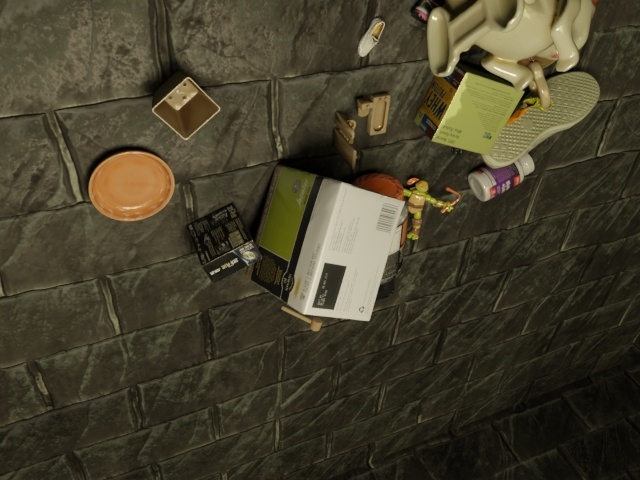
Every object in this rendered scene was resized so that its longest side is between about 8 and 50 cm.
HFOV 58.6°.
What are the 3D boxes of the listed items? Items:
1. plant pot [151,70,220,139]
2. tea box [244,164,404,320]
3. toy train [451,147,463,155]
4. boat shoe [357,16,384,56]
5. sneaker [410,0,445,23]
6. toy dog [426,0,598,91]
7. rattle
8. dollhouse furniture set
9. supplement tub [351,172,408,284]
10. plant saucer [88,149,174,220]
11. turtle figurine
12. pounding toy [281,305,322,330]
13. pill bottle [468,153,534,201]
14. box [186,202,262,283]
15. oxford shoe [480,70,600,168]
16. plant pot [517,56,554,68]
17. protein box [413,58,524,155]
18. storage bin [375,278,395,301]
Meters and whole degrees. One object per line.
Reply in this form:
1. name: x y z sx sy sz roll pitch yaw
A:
1. plant pot: -0.309 -0.313 1.270 0.109 0.096 0.109 -40 137 7
2. tea box: 0.000 0.000 1.496 0.220 0.324 0.328 12 98 -37
3. toy train: 0.440 -0.329 1.734 0.036 0.027 0.158 -9 132 -26
4. boat shoe: 0.127 -0.496 1.400 0.035 0.035 0.100 13 120 -37
5. sneaker: 0.313 -0.563 1.427 0.178 0.072 0.077 11 111 -43
6. toy dog: 0.477 -0.554 1.368 0.408 0.395 0.284 -1 159 -29
7. rattle: 0.572 -0.451 1.621 0.143 0.130 0.199 -11 131 26
8. dollhouse furniture set: 0.130 -0.295 1.517 0.151 0.123 0.144 -14 134 -19
9. supplement tub: 0.162 -0.033 1.718 0.194 0.193 0.315 -16 134 -17
10. plant saucer: -0.459 -0.137 1.386 0.200 0.037 0.199 -16 134 -18
11. turtle figurine: 0.282 -0.116 1.794 0.270 0.087 0.217 11 128 -10
12. pounding toy: -0.032 0.181 1.790 0.181 0.206 0.094 6 124 -33
13. pill bottle: 0.593 -0.216 1.864 0.194 0.108 0.108 -28 136 -5
14. box: -0.259 0.004 1.521 0.147 0.180 0.077 -28 135 -6
15. oxford shoe: 0.663 -0.372 1.762 0.449 0.169 0.130 -36 177 -7
16. plant pot: 0.627 -0.594 1.602 0.237 0.032 0.236 -16 133 -17
17. protein box: 0.405 -0.372 1.578 0.200 0.136 0.201 9 123 -24
18. storage bin: 0.158 0.150 1.961 0.180 0.084 0.122 -18 135 -14
